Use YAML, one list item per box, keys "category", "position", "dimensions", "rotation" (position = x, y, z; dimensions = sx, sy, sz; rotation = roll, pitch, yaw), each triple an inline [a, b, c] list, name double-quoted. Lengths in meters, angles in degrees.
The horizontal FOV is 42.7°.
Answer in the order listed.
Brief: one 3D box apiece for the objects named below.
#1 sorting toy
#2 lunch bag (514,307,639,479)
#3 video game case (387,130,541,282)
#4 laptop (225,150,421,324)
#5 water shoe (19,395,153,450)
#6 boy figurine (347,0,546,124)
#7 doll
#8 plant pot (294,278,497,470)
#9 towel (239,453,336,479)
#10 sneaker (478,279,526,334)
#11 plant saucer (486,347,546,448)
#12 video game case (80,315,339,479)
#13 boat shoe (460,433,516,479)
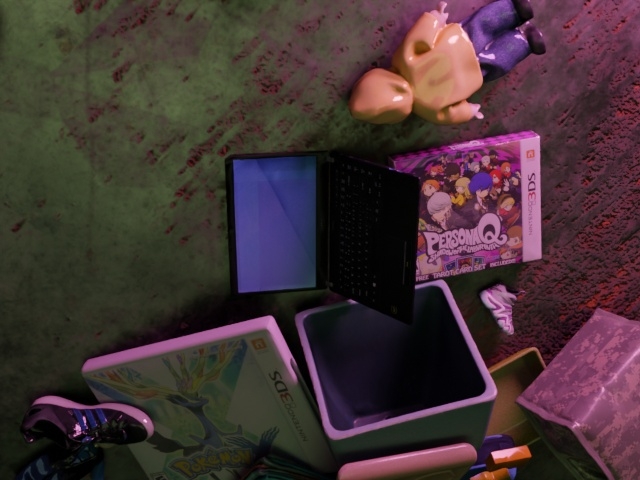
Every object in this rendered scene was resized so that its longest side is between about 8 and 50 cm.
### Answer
- category: "sorting toy"
  position: [0.148, 0.365, 1.232]
  dimensions: [0.307, 0.041, 0.229]
  rotation: [-6, 142, -17]
- category: "lunch bag"
  position: [0.507, 0.300, 1.385]
  dimensions: [0.235, 0.169, 0.287]
  rotation: [-44, 114, -13]
- category: "video game case"
  position: [0.228, -0.050, 1.275]
  dimensions: [0.232, 0.042, 0.210]
  rotation: [-10, 114, -6]
- category: "laptop"
  position: [0.000, 0.000, 1.201]
  dimensions: [0.136, 0.264, 0.234]
  rotation: [-23, 123, -41]
- category: "water shoe"
  position: [-0.362, 0.298, 1.269]
  dimensions: [0.203, 0.080, 0.073]
  rotation: [5, 122, 8]
- category: "boy figurine"
  position: [0.173, -0.237, 1.156]
  dimensions: [0.285, 0.092, 0.177]
  rotation: [-30, 116, 4]
- category: "doll"
  position: [-0.408, 0.366, 1.337]
  dimensions: [0.189, 0.046, 0.129]
  rotation: [-37, 106, 0]
- category: "plant pot"
  position: [0.117, 0.254, 1.286]
  dimensions: [0.248, 0.247, 0.252]
  rotation: [-14, 132, -4]
- category: "towel"
  position: [-0.064, 0.502, 1.395]
  dimensions: [0.271, 0.040, 0.370]
  rotation: [25, 129, -18]
- category: "sneaker"
  position: [0.315, 0.109, 1.363]
  dimensions: [0.069, 0.038, 0.098]
  rotation: [-35, 115, 7]
- category: "plant saucer"
  position: [0.320, 0.287, 1.439]
  dimensions: [0.188, 0.045, 0.188]
  rotation: [-30, 116, 3]
- category: "video game case"
  position: [-0.169, 0.278, 1.293]
  dimensions: [0.329, 0.036, 0.300]
  rotation: [-15, 117, 18]
- category: "boat shoe"
  position: [0.228, 0.395, 1.419]
  dimensions: [0.258, 0.089, 0.109]
  rotation: [-15, 121, 33]
